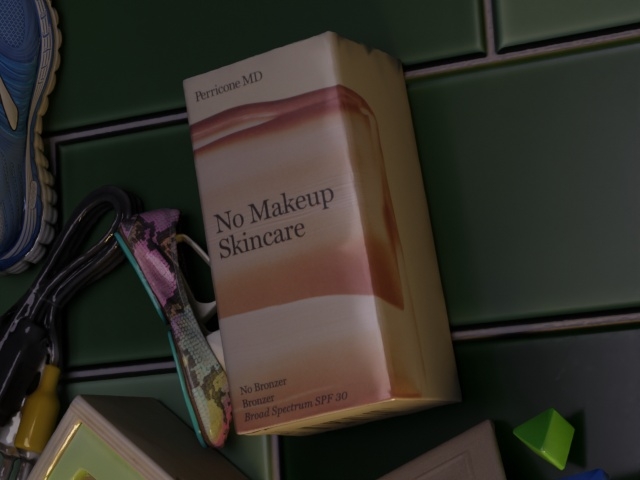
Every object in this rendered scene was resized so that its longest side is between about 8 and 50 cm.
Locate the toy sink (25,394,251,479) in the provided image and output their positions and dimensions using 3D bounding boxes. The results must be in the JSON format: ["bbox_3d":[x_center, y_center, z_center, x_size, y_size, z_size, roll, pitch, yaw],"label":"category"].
[{"bbox_3d":[-0.181,0.268,1.412,0.153,0.131,0.234,37,102,27],"label":"toy sink"}]

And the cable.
[{"bbox_3d":[-0.254,0.078,1.533,0.139,0.072,0.287,23,83,41],"label":"cable"}]

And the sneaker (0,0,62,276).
[{"bbox_3d":[-0.323,-0.137,1.529,0.129,0.147,0.330,-13,77,26],"label":"sneaker"}]

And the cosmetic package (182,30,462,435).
[{"bbox_3d":[0.000,0.000,1.348,0.153,0.129,0.296,-17,76,27],"label":"cosmetic package"}]

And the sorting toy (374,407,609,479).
[{"bbox_3d":[0.079,0.254,1.291,0.347,0.047,0.196,-31,38,21],"label":"sorting toy"}]

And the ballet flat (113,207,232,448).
[{"bbox_3d":[-0.106,0.067,1.437,0.079,0.077,0.221,-23,72,-3],"label":"ballet flat"}]
